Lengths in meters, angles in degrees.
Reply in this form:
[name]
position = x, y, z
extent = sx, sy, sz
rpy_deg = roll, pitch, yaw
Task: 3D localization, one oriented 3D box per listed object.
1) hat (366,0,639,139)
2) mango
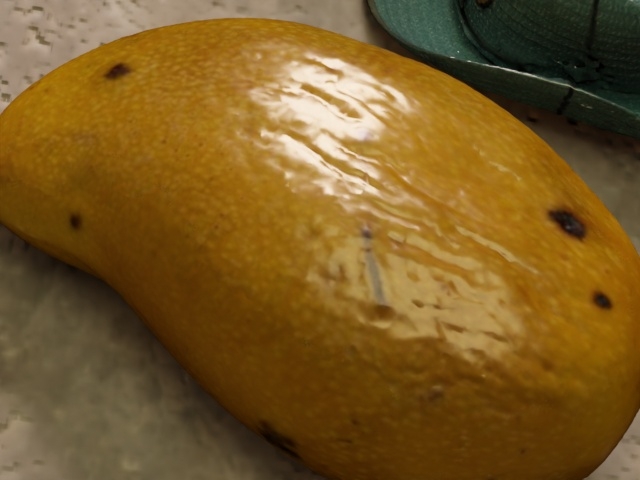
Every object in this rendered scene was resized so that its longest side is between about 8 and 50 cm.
[hat]
position = 0.118, -0.112, 0.715
extent = 0.191, 0.078, 0.138
rpy_deg = 11, 65, -6
[mango]
position = 0.001, -0.002, 0.622
extent = 0.262, 0.109, 0.157
rpy_deg = 27, 67, 4
